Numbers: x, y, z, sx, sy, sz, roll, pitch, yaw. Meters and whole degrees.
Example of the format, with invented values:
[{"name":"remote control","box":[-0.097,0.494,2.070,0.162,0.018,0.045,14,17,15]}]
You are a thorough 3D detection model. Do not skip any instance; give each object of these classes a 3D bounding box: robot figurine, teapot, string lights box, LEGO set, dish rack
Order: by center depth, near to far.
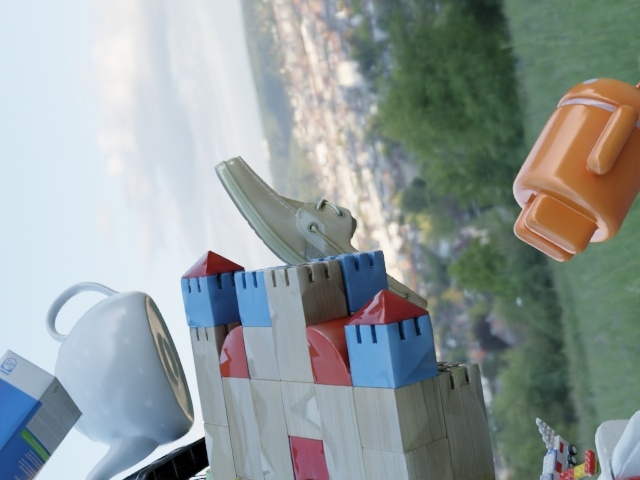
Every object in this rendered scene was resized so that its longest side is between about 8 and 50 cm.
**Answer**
[{"name":"LEGO set","box":[0.235,0.296,0.955,0.060,0.182,0.244,38,174,-16]},{"name":"robot figurine","box":[0.297,-0.086,1.025,0.128,0.219,0.158,21,164,41]},{"name":"string lights box","box":[-0.393,0.269,1.060,0.259,0.077,0.133,-56,-17,-25]},{"name":"dish rack","box":[-0.185,0.421,1.256,0.208,0.074,0.271,-12,-92,-68]},{"name":"teapot","box":[-0.309,0.202,1.363,0.256,0.187,0.252,-120,11,-75]}]

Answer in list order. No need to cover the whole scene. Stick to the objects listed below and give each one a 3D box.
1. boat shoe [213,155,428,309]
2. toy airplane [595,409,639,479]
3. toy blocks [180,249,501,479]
[{"name":"boat shoe","box":[0.000,0.000,1.105,0.302,0.098,0.109,45,180,-2]},{"name":"toy airplane","box":[0.416,0.218,0.746,0.386,0.384,0.272,23,-148,-47]},{"name":"toy blocks","box":[0.004,0.127,0.817,0.381,0.191,0.260,-7,92,51]}]
